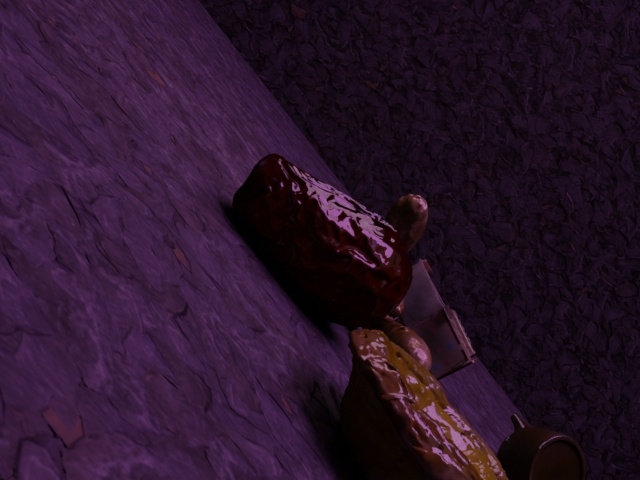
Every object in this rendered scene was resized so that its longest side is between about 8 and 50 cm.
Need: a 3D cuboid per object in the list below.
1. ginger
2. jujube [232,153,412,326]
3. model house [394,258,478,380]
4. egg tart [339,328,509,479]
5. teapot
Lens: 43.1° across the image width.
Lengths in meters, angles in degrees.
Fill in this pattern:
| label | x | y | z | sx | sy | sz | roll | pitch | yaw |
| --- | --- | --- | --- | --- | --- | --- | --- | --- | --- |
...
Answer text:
| label | x | y | z | sx | sy | sz | roll | pitch | yaw |
| --- | --- | --- | --- | --- | --- | --- | --- | --- | --- |
| ginger | 0.107 | 0.107 | 1.617 | 0.348 | 0.122 | 0.363 | -10 | -92 | 61 |
| jujube | 0.000 | 0.000 | 1.399 | 0.342 | 0.216 | 0.216 | 45 | 9 | -8 |
| model house | 0.262 | 0.227 | 1.971 | 0.244 | 0.169 | 0.326 | 56 | 8 | -20 |
| egg tart | 0.124 | 0.269 | 1.082 | 0.345 | 0.132 | 0.345 | 51 | 8 | -10 |
| teapot | 0.484 | 0.528 | 1.856 | 0.175 | 0.185 | 0.268 | 3 | -76 | 63 |
